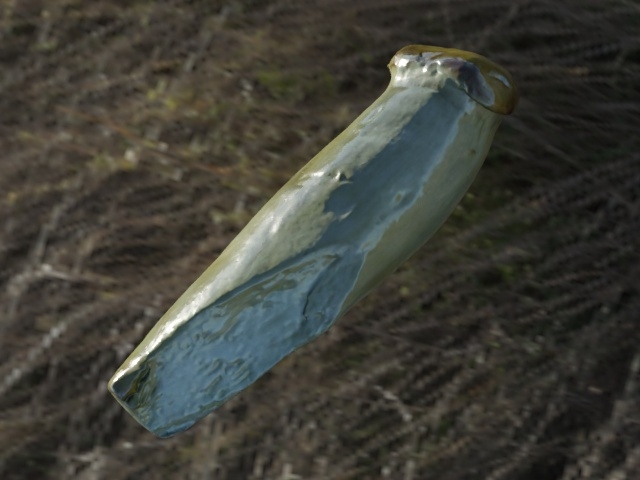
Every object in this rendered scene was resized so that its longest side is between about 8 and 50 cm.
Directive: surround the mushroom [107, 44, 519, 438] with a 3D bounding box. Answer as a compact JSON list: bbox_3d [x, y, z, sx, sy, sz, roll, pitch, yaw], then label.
[{"bbox_3d":[0.002,0.001,1.217,0.333,0.087,0.107,-47,29,-10],"label":"mushroom"}]
